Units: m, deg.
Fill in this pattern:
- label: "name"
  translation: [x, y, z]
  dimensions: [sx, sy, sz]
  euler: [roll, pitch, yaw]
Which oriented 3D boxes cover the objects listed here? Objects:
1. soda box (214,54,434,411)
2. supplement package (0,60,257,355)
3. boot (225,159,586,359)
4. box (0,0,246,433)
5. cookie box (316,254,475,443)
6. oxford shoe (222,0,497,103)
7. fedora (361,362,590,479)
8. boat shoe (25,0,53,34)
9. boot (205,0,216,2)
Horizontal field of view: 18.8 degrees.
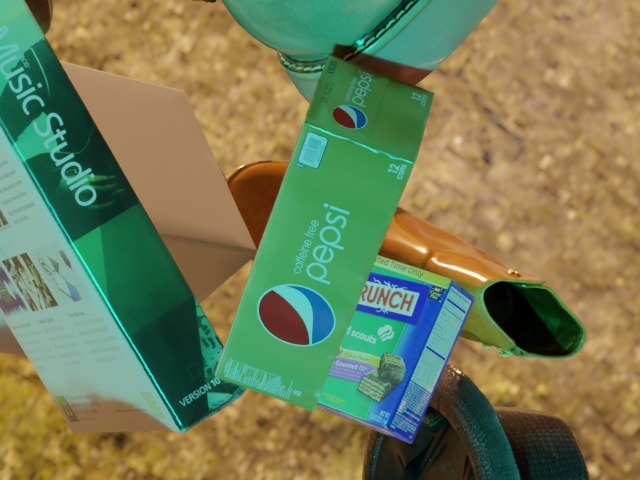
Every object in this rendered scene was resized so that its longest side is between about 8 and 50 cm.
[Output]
- label: "soda box"
  translation: [0.000, 0.000, 0.980]
  dimensions: [0.058, 0.181, 0.061]
  euler: [20, 41, -2]
- label: "supplement package"
  translation: [-0.229, -0.025, 1.530]
  dimensions: [0.293, 0.175, 0.177]
  euler: [11, 46, -49]
- label: "boot"
  translation: [0.073, 0.017, 1.640]
  dimensions: [0.295, 0.104, 0.211]
  euler: [22, -1, -32]
- label: "box"
  translation: [-0.182, -0.027, 1.210]
  dimensions: [0.058, 0.232, 0.322]
  euler: [-34, 99, -23]
- label: "cookie box"
  translation: [0.037, 0.067, 1.278]
  dimensions: [0.092, 0.107, 0.040]
  euler: [18, -11, 34]
- label: "oxford shoe"
  translation: [0.084, -0.257, 0.999]
  dimensions: [0.146, 0.397, 0.140]
  euler: [42, -15, -33]
- label: "fedora"
  translation: [0.166, 0.264, 1.896]
  dimensions: [0.152, 0.334, 0.334]
  euler: [-7, 49, -22]
- label: "boat shoe"
  translation: [-0.308, -0.289, 1.985]
  dimensions: [0.064, 0.178, 0.060]
  euler: [3, 44, 19]
- label: "boot"
  translation: [-0.028, -0.275, 1.955]
  dimensions: [0.263, 0.229, 0.091]
  euler: [22, 67, -57]
